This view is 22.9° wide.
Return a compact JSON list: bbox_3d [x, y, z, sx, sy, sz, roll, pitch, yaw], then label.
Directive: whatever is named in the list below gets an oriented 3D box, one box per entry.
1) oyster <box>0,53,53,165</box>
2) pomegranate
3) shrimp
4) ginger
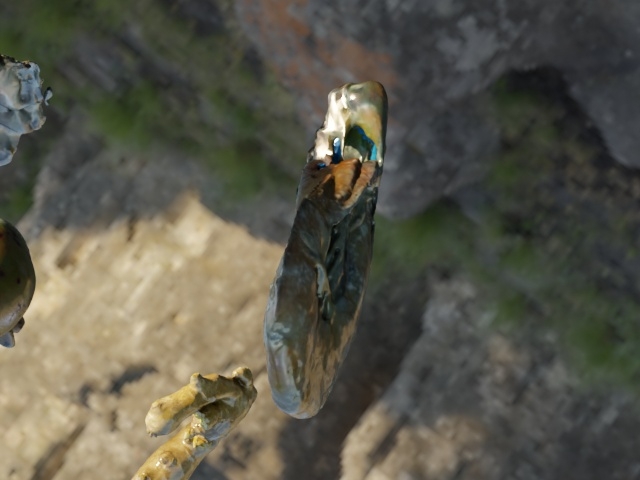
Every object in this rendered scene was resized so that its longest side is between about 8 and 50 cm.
[{"bbox_3d":[-0.494,-0.163,2.219,0.114,0.238,0.351,34,161,16],"label":"oyster"},{"bbox_3d":[-0.449,0.067,1.982,0.179,0.179,0.210,33,135,20],"label":"pomegranate"},{"bbox_3d":[0.000,0.000,1.900,0.109,0.446,0.221,2,150,18],"label":"shrimp"},{"bbox_3d":[-0.130,0.202,1.595,0.052,0.176,0.193,53,172,23],"label":"ginger"}]
